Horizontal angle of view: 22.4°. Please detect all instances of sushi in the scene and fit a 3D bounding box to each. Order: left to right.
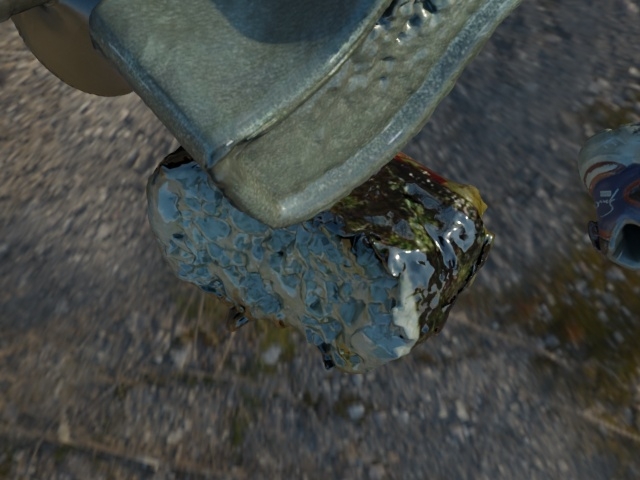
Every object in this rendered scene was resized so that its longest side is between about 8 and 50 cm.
[{"bbox_3d":[0.000,0.000,1.009,0.212,0.115,0.147,21,131,29],"label":"sushi"}]

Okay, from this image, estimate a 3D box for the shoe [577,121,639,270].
[{"bbox_3d":[0.286,-0.023,1.193,0.099,0.227,0.125,34,63,-43],"label":"shoe"}]

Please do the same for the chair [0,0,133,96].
[{"bbox_3d":[-0.314,-0.151,1.218,0.226,0.401,0.226,19,125,30],"label":"chair"}]

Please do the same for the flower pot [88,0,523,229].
[{"bbox_3d":[0.018,-0.120,0.709,0.229,0.103,0.108,-44,57,9],"label":"flower pot"}]
